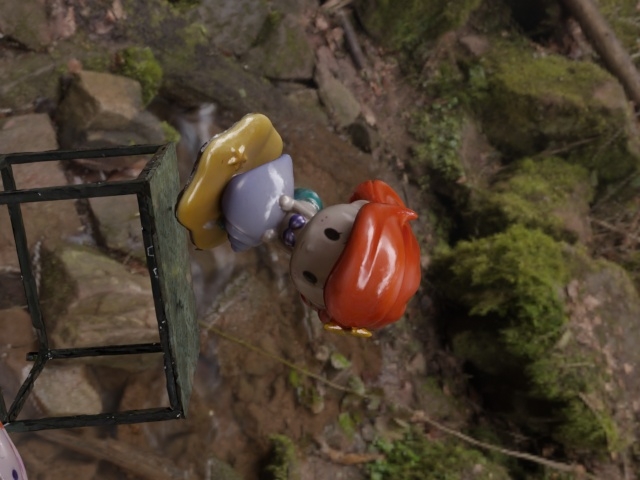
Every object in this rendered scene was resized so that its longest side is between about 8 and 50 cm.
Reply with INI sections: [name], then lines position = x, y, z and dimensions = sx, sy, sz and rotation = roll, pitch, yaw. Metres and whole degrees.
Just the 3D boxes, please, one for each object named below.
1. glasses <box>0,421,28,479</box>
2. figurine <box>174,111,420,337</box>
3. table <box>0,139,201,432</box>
[glasses]
position = -0.223, 0.082, 0.392
dimensions = 0.095, 0.162, 0.256
rotation = -35, 107, -24
[figurine]
position = 0.002, -0.008, 0.829
dimensions = 0.181, 0.257, 0.208
rotation = -48, 155, -17
[table]
position = -0.328, 0.057, 1.077
dimensions = 0.222, 0.272, 0.335
rotation = -98, -176, -69
